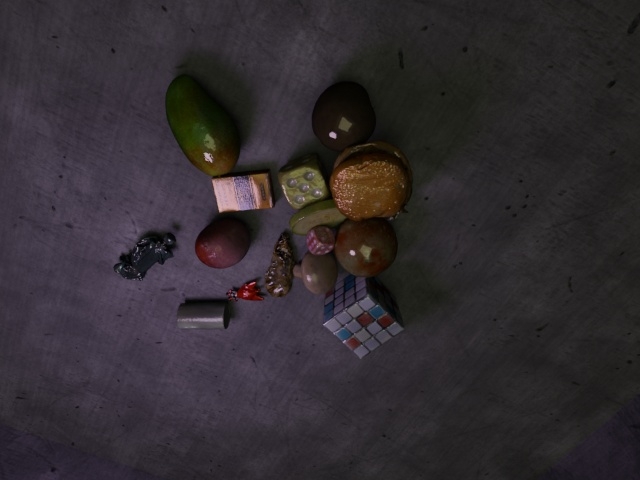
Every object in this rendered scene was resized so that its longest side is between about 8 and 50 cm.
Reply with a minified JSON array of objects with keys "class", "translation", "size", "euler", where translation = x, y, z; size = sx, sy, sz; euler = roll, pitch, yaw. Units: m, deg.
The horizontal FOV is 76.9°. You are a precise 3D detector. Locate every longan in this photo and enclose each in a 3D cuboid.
[{"class":"longan","translation":[0.088,-0.444,1.449],"size":[0.248,0.248,0.248],"euler":[1,116,1]}]

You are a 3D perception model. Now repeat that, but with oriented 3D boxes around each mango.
[{"class":"mango","translation":[-0.435,-0.422,1.493],"size":[0.225,0.201,0.382],"euler":[-17,105,34]}]

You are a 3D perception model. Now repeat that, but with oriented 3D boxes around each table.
[{"class":"table","translation":[-0.550,0.357,1.909],"size":[0.219,0.126,0.127],"euler":[-1,116,2]}]

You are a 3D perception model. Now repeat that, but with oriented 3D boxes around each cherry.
[{"class":"cherry","translation":[-0.410,0.026,1.687],"size":[0.239,0.239,0.206],"euler":[-19,121,11]}]

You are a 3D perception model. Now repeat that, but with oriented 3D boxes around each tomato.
[{"class":"tomato","translation":[0.189,0.031,1.670],"size":[0.270,0.223,0.270],"euler":[0,115,-1]}]

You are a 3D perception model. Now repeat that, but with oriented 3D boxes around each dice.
[{"class":"dice","translation":[0.000,0.000,1.657],"size":[0.091,0.094,0.093],"euler":[-8,151,-30]},{"class":"dice","translation":[-0.058,-0.231,1.586],"size":[0.169,0.166,0.169],"euler":[-19,114,11]}]

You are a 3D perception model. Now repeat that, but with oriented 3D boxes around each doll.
[{"class":"doll","translation":[-0.358,0.249,1.888],"size":[0.168,0.057,0.109],"euler":[-14,117,8]}]

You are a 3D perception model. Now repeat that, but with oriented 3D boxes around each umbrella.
[{"class":"umbrella","translation":[-0.763,0.066,1.792],"size":[0.348,0.094,0.143],"euler":[-35,129,23]}]

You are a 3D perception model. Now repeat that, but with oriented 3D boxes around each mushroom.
[{"class":"mushroom","translation":[-0.026,0.122,1.746],"size":[0.209,0.206,0.207],"euler":[18,117,17]}]

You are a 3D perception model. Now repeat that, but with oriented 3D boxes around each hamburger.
[{"class":"hamburger","translation":[0.184,-0.201,1.447],"size":[0.289,0.170,0.314],"euler":[-4,133,15]}]

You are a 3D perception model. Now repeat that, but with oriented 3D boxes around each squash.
[{"class":"squash","translation":[-0.002,-0.090,1.620],"size":[0.251,0.252,0.049],"euler":[-21,74,12]}]

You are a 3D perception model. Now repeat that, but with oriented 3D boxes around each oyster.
[{"class":"oyster","translation":[-0.185,0.121,1.819],"size":[0.128,0.079,0.345],"euler":[14,118,5]}]

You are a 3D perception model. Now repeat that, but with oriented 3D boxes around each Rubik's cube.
[{"class":"Rubik's cube","translation":[0.185,0.311,1.791],"size":[0.259,0.256,0.253],"euler":[-40,108,18]}]

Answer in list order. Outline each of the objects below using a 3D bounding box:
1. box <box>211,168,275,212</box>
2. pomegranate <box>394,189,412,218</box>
[{"class":"box","translation":[-0.314,-0.205,1.664],"size":[0.237,0.070,0.152],"euler":[-4,116,6]},{"class":"pomegranate","translation":[0.307,-0.189,1.614],"size":[0.148,0.149,0.169],"euler":[-27,137,14]}]
